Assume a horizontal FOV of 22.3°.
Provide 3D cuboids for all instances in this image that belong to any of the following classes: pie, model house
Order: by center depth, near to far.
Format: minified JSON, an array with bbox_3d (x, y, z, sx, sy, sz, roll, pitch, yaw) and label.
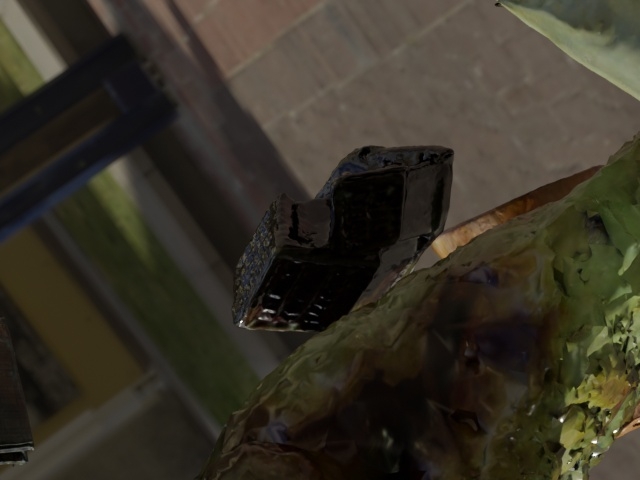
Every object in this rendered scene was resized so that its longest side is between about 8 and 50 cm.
[{"bbox_3d":[0.102,0.094,0.987,0.180,0.418,0.395,50,164,6],"label":"pie"},{"bbox_3d":[0.003,-0.005,1.150,0.106,0.152,0.165,41,123,22],"label":"model house"}]

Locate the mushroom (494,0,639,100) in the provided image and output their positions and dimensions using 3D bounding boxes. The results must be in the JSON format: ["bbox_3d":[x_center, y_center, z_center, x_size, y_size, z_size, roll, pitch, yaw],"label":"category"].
[{"bbox_3d":[0.202,-0.060,0.699,0.312,0.081,0.100,36,-161,34],"label":"mushroom"}]

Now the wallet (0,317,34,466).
[{"bbox_3d":[-0.422,0.135,1.435,0.169,0.317,0.044,-113,34,-40],"label":"wallet"}]

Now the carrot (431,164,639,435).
[{"bbox_3d":[0.242,0.072,1.566,0.254,0.196,0.196,64,168,5],"label":"carrot"}]
